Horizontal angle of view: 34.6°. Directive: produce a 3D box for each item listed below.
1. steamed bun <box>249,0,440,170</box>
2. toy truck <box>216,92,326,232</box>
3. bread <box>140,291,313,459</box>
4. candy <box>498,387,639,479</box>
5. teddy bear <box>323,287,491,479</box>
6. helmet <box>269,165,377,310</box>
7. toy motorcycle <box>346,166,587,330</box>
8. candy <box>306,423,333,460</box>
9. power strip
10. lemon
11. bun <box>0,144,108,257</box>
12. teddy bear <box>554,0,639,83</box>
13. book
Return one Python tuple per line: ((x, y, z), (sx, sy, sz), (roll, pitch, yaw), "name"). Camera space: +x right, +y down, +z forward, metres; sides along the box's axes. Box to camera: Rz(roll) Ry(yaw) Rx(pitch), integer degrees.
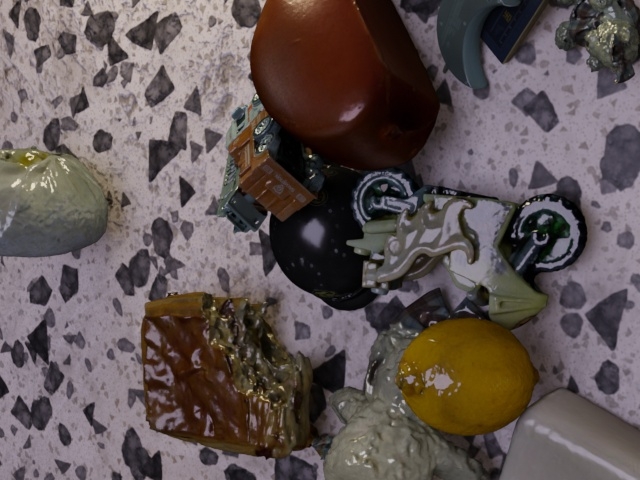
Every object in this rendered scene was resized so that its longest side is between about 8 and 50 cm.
((0.023, -0.286, 1.763), (0.248, 0.235, 0.379), (-35, 56, 24), "steamed bun")
((-0.108, -0.155, 1.893), (0.184, 0.133, 0.338), (-40, 27, 18), "toy truck")
((-0.172, 0.257, 2.037), (0.370, 0.191, 0.314), (-1, 88, 31), "bread")
((0.463, 0.405, 1.611), (0.358, 0.145, 0.208), (29, 111, 32), "candy")
((0.168, 0.336, 1.835), (0.327, 0.362, 0.375), (19, 142, 27), "teddy bear")
((0.000, 0.000, 1.902), (0.230, 0.160, 0.279), (-9, 88, 35), "helmet")
((0.231, 0.011, 1.725), (0.410, 0.168, 0.237), (13, 94, 25), "toy motorcycle")
((-0.040, 0.379, 2.038), (0.182, 0.046, 0.053), (25, 112, 37), "candy")
((0.251, -0.349, 1.720), (0.137, 0.044, 0.216), (50, 144, 26), "power strip")
((0.230, 0.215, 1.620), (0.188, 0.256, 0.188), (-176, 90, -68), "lemon")
((-0.645, -0.092, 2.255), (0.362, 0.362, 0.211), (21, 109, 33), "bun")
((0.444, -0.319, 1.574), (0.213, 0.111, 0.133), (-116, 14, -51), "teddy bear")
((0.268, -0.451, 1.697), (0.269, 0.025, 0.191), (56, 149, 18), "book")
